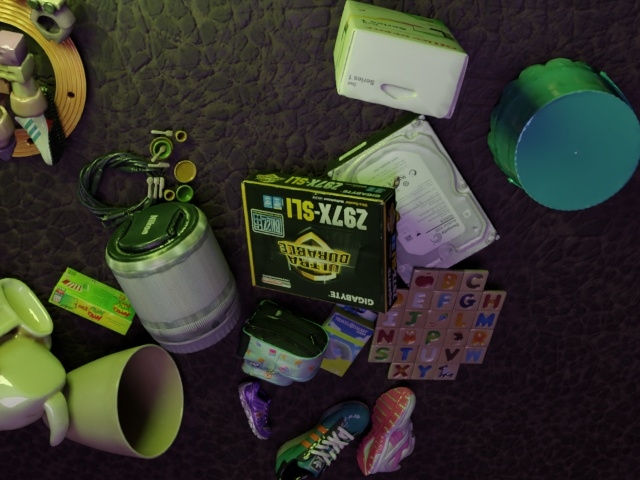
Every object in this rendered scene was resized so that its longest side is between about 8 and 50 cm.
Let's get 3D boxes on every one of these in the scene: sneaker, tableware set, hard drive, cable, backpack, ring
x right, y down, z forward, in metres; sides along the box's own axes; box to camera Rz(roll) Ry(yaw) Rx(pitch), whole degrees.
[{"bbox_3d":[0.186,0.477,1.852,0.111,0.103,0.252,12,113,-26],"label":"sneaker"},{"bbox_3d":[-0.307,-0.155,1.544,0.104,0.024,0.154,-1,109,-26],"label":"tableware set"},{"bbox_3d":[-0.150,0.423,1.837,0.071,0.068,0.170,-17,115,2],"label":"sneaker"},{"bbox_3d":[0.201,-0.082,1.580,0.237,0.064,0.339,-30,114,15],"label":"hard drive"},{"bbox_3d":[-0.422,-0.116,1.575,0.184,0.047,0.150,-26,106,8],"label":"cable"},{"bbox_3d":[-0.566,-0.229,1.480,0.075,0.057,0.161,5,120,16],"label":"sneaker"},{"bbox_3d":[0.008,0.524,1.856,0.302,0.121,0.108,-41,111,18],"label":"sneaker"},{"bbox_3d":[-0.081,0.242,1.672,0.188,0.166,0.144,16,115,10],"label":"backpack"},{"bbox_3d":[-0.633,-0.328,1.470,0.336,0.032,0.337,0,118,-1],"label":"ring"}]

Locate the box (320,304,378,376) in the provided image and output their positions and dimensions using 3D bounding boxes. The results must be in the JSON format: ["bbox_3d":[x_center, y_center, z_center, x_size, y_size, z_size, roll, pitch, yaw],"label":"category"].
[{"bbox_3d":[0.049,0.231,1.751,0.109,0.042,0.178,26,115,-13],"label":"box"}]

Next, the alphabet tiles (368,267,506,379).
[{"bbox_3d":[0.267,0.202,1.717,0.285,0.011,0.342,3,126,-8],"label":"alphabet tiles"}]

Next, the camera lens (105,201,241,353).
[{"bbox_3d":[-0.305,0.073,1.559,0.219,0.219,0.274,-15,124,8],"label":"camera lens"}]

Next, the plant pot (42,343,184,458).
[{"bbox_3d":[-0.506,0.384,1.736,0.274,0.256,0.256,-9,118,23],"label":"plant pot"}]

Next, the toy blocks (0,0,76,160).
[{"bbox_3d":[-0.631,-0.305,1.366,0.288,0.309,0.260,15,145,5],"label":"toy blocks"}]

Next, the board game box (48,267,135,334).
[{"bbox_3d":[-0.509,0.137,1.673,0.181,0.092,0.043,27,115,-13],"label":"board game box"}]

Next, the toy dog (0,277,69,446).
[{"bbox_3d":[-0.770,0.342,1.688,0.395,0.284,0.408,44,120,-12],"label":"toy dog"}]

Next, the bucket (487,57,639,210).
[{"bbox_3d":[0.480,-0.201,1.450,0.281,0.183,0.281,0,117,0],"label":"bucket"}]

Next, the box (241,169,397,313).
[{"bbox_3d":[0.000,0.000,1.542,0.322,0.079,0.257,11,118,25],"label":"box"}]

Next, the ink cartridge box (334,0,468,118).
[{"bbox_3d":[0.135,-0.333,1.329,0.201,0.278,0.117,11,117,-6],"label":"ink cartridge box"}]

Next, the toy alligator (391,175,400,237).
[{"bbox_3d":[0.131,-0.053,1.533,0.051,0.056,0.190,24,124,34],"label":"toy alligator"}]
